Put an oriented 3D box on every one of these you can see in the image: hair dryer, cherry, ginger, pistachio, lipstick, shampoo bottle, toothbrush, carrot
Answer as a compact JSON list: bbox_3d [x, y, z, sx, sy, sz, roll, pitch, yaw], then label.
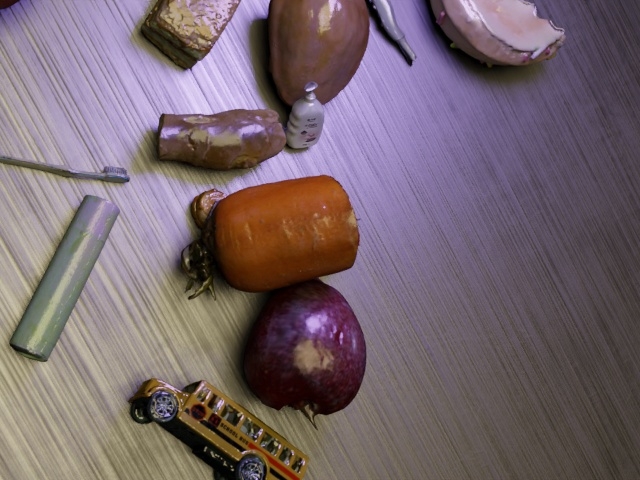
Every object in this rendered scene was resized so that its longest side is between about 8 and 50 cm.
[{"bbox_3d":[0.081,-0.487,1.896,0.229,0.092,0.267,-14,98,-18],"label":"hair dryer"},{"bbox_3d":[-0.025,0.201,1.673,0.230,0.203,0.300,11,65,-15],"label":"cherry"},{"bbox_3d":[-0.189,-0.193,1.706,0.263,0.109,0.116,-3,111,-24],"label":"ginger"},{"bbox_3d":[-0.003,-0.392,1.790,0.213,0.163,0.260,2,104,-13],"label":"pistachio"},{"bbox_3d":[-0.450,0.066,1.571,0.076,0.076,0.304,27,72,-18],"label":"lipstick"},{"bbox_3d":[-0.025,-0.252,1.764,0.077,0.152,0.045,-10,51,-22],"label":"shampoo bottle"},{"bbox_3d":[-0.490,-0.133,1.608,0.294,0.026,0.028,5,62,-24],"label":"toothbrush"},{"bbox_3d":[-0.102,-0.007,1.640,0.331,0.214,0.193,-15,99,-1],"label":"carrot"}]

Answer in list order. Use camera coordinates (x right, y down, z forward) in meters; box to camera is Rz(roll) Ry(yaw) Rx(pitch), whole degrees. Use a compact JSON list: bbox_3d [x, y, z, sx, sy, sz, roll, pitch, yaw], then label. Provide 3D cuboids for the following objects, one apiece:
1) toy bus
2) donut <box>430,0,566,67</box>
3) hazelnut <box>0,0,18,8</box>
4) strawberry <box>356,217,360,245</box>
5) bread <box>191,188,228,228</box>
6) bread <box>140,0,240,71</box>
[{"bbox_3d":[-0.183,0.354,1.623,0.335,0.121,0.123,40,60,-14],"label":"toy bus"},{"bbox_3d":[0.380,-0.558,1.989,0.307,0.150,0.371,-11,87,-24],"label":"donut"},{"bbox_3d":[-0.554,-0.495,1.541,0.214,0.214,0.176,-67,150,-17],"label":"hazelnut"},{"bbox_3d":[0.000,0.000,1.777,0.146,0.082,0.187,30,85,5],"label":"strawberry"},{"bbox_3d":[-0.207,-0.060,1.712,0.081,0.046,0.083,44,66,-18],"label":"bread"},{"bbox_3d":[-0.244,-0.446,1.723,0.138,0.102,0.196,34,72,-13],"label":"bread"}]
